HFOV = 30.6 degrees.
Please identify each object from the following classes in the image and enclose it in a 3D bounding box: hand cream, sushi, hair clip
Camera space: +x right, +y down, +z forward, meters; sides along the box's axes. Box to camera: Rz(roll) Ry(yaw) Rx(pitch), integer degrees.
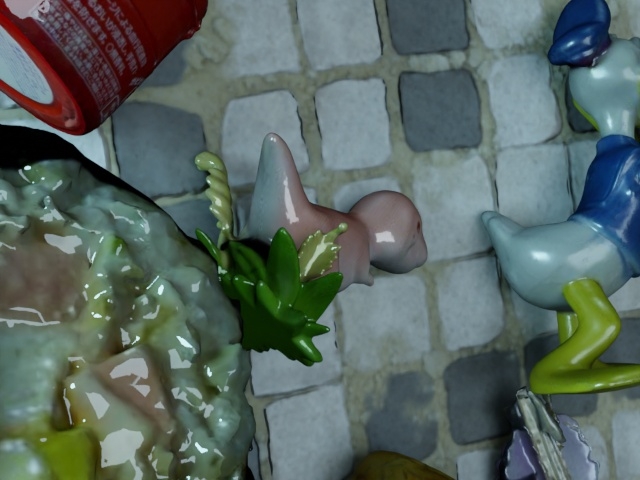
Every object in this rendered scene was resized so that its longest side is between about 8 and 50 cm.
[{"bbox_3d":[-0.181,-0.173,0.766,0.193,0.193,0.125,45,71,-17],"label":"hand cream"},{"bbox_3d":[-0.230,0.126,0.710,0.328,0.285,0.329,-5,70,-30],"label":"sushi"},{"bbox_3d":[0.220,0.261,1.009,0.106,0.084,0.292,-24,94,-18],"label":"hair clip"}]

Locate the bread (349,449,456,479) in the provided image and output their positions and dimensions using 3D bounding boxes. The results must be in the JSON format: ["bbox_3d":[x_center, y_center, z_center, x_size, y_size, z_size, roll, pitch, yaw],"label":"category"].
[{"bbox_3d":[0.053,0.321,0.899,0.167,0.132,0.294,29,79,-21],"label":"bread"}]

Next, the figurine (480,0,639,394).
[{"bbox_3d":[0.275,-0.055,0.978,0.283,0.204,0.338,-12,81,1],"label":"figurine"}]

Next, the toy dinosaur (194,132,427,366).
[{"bbox_3d":[0.003,-0.001,0.879,0.194,0.152,0.177,47,64,-24],"label":"toy dinosaur"}]
